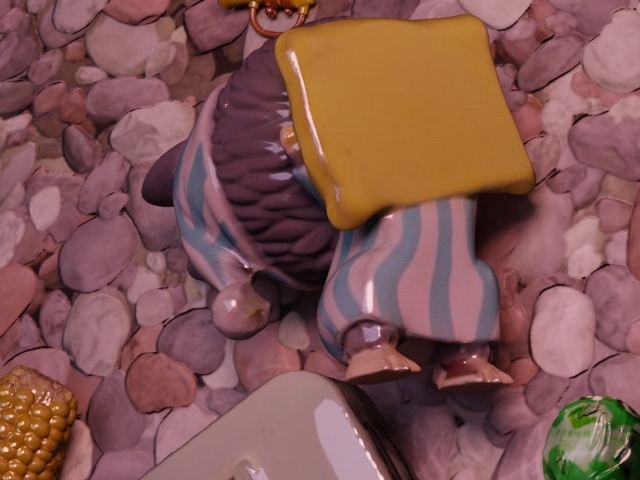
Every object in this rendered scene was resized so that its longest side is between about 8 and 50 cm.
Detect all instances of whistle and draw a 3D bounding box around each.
[{"bbox_3d":[-0.058,-0.253,1.837,0.109,0.046,0.057,17,63,29],"label":"whistle"}]

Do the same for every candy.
[{"bbox_3d":[0.205,0.286,1.419,0.097,0.097,0.323,7,79,32],"label":"candy"}]

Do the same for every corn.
[{"bbox_3d":[-0.350,0.288,1.703,0.130,0.130,0.347,25,81,36],"label":"corn"}]

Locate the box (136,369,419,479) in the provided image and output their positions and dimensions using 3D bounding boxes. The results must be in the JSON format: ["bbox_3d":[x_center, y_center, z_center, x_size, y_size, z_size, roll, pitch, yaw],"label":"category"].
[{"bbox_3d":[-0.051,0.364,1.476,0.396,0.111,0.396,-37,61,16],"label":"box"}]

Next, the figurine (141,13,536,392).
[{"bbox_3d":[0.000,0.000,1.613,0.377,0.266,0.361,-33,55,53],"label":"figurine"}]
